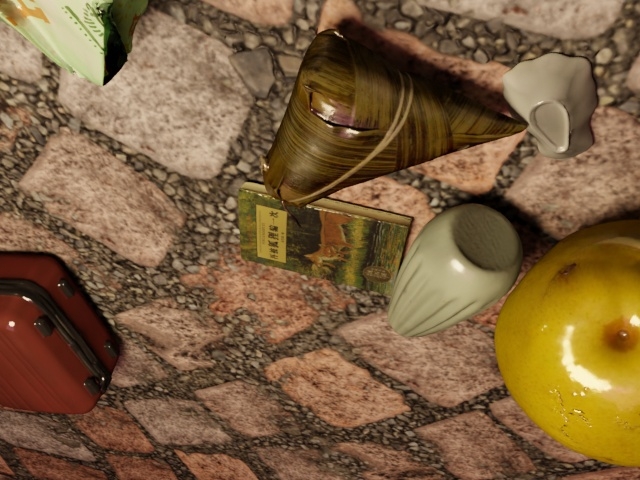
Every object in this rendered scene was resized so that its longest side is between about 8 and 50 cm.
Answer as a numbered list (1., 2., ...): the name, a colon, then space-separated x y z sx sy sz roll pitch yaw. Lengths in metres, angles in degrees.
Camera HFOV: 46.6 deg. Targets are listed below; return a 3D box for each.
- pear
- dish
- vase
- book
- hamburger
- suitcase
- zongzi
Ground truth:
1. pear: 0.345 0.115 0.863 0.285 0.284 0.336 15 176 3
2. dish: 0.243 -0.126 0.775 0.091 0.039 0.137 -9 132 28
3. vase: 0.157 0.054 0.955 0.128 0.128 0.248 22 148 -5
4. book: 0.000 0.000 1.020 0.228 0.024 0.160 13 142 5
5. hamburger: -0.274 -0.263 0.744 0.214 0.125 0.235 30 167 0
6. suitcase: -0.507 0.164 1.285 0.236 0.161 0.297 1 138 19
7. zongzi: 0.064 -0.091 0.836 0.241 0.111 0.247 20 145 -9
